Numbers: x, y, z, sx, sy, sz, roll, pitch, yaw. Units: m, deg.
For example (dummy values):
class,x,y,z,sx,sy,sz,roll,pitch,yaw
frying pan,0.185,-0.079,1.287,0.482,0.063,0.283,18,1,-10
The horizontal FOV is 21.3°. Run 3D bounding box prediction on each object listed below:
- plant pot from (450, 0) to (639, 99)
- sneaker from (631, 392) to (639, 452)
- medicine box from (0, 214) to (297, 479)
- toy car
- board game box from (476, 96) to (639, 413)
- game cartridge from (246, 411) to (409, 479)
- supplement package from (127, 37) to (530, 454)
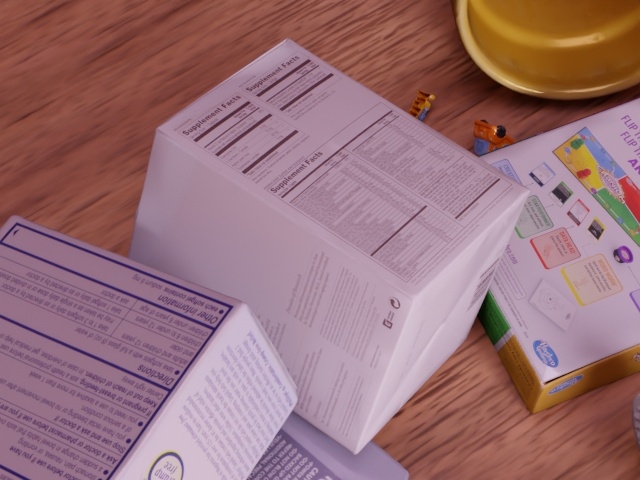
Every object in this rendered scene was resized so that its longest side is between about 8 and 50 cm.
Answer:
class,x,y,z,sx,sy,sz,roll,pitch,yaw
plant pot,0.243,-0.307,1.673,0.254,0.254,0.239,-2,44,-4
sneaker,0.386,0.248,1.418,0.127,0.126,0.321,-26,74,-12
medicine box,-0.212,0.159,1.377,0.263,0.149,0.289,19,63,33
toy car,0.142,-0.103,1.666,0.122,0.060,0.041,27,86,38
board game box,0.286,-0.004,1.589,0.316,0.064,0.242,-20,63,-13
game cartridge,-0.071,0.259,1.433,0.196,0.060,0.294,38,66,21
supplement package,0.000,0.000,1.469,0.262,0.199,0.198,33,44,16
